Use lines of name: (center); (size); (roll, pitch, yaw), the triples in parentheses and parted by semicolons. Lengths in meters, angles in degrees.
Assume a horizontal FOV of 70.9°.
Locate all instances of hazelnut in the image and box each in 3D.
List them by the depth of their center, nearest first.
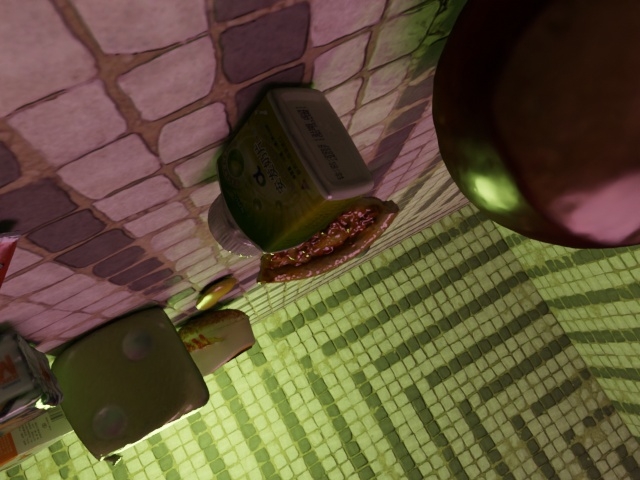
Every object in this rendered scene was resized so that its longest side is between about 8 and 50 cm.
hazelnut: (0.319, -0.171, 0.450); (0.409, 0.360, 0.359); (-27, 174, 34)

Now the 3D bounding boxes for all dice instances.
dice: (-0.407, 0.312, 0.997); (0.249, 0.255, 0.252); (-30, 170, -19)

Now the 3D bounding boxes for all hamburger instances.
hamburger: (-0.354, 0.325, 1.458); (0.276, 0.179, 0.294); (-33, 174, 33)

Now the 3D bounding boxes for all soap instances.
soap: (-0.275, 0.139, 1.157); (0.089, 0.033, 0.168); (-18, 164, -45)

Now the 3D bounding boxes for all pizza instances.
pizza: (0.000, 0.000, 0.981); (0.365, 0.074, 0.182); (-24, 142, 11)

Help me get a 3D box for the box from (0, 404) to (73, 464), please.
box: (-0.777, 0.465, 1.013); (0.224, 0.144, 0.341); (-32, 169, 11)

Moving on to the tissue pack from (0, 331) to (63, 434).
tissue pack: (-0.558, 0.260, 0.638); (0.310, 0.128, 0.228); (-25, 171, -28)

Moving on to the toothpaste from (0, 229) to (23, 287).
toothpaste: (-0.367, 0.062, 0.450); (0.089, 0.057, 0.234); (-17, 156, -50)

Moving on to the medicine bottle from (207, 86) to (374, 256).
medicine bottle: (-0.048, -0.060, 0.506); (0.088, 0.132, 0.188); (-20, 167, -46)
